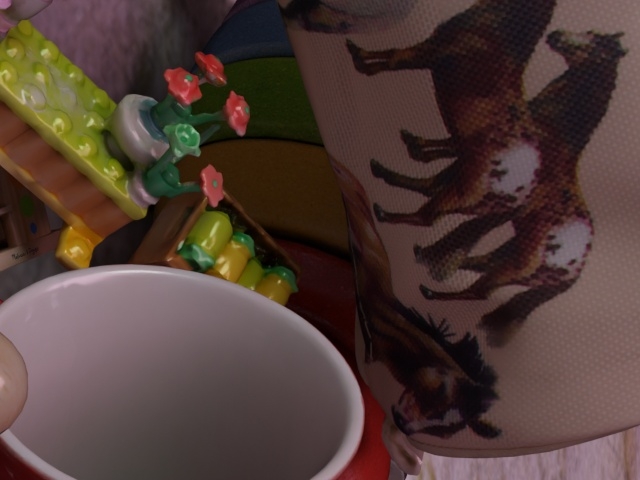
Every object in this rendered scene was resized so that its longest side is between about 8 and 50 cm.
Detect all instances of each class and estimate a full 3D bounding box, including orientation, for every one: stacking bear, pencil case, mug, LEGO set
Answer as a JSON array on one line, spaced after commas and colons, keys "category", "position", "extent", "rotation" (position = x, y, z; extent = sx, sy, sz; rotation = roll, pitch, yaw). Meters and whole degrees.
[{"category": "stacking bear", "position": [0.000, 0.000, 0.721], "extent": [0.164, 0.175, 0.289], "rotation": [91, 17, -61]}, {"category": "pencil case", "position": [0.039, -0.126, 0.553], "extent": [0.160, 0.183, 0.410], "rotation": [-53, 128, -65]}, {"category": "mug", "position": [-0.066, 0.098, 0.560], "extent": [0.113, 0.150, 0.169], "rotation": [-5, 126, -27]}, {"category": "LEGO set", "position": [-0.077, -0.097, 0.546], "extent": [0.287, 0.107, 0.132], "rotation": [62, 28, 1]}]

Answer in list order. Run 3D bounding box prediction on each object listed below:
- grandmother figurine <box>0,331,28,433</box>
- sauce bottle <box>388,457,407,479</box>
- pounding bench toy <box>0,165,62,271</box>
[{"category": "grandmother figurine", "position": [-0.170, 0.032, 0.365], "extent": [0.207, 0.104, 0.342], "rotation": [-19, 113, -29]}, {"category": "sauce bottle", "position": [0.046, 0.072, 0.910], "extent": [0.042, 0.042, 0.128], "rotation": [65, 29, -30]}, {"category": "pounding bench toy", "position": [-0.130, -0.018, 0.571], "extent": [0.083, 0.052, 0.065], "rotation": [-29, 108, -62]}]
